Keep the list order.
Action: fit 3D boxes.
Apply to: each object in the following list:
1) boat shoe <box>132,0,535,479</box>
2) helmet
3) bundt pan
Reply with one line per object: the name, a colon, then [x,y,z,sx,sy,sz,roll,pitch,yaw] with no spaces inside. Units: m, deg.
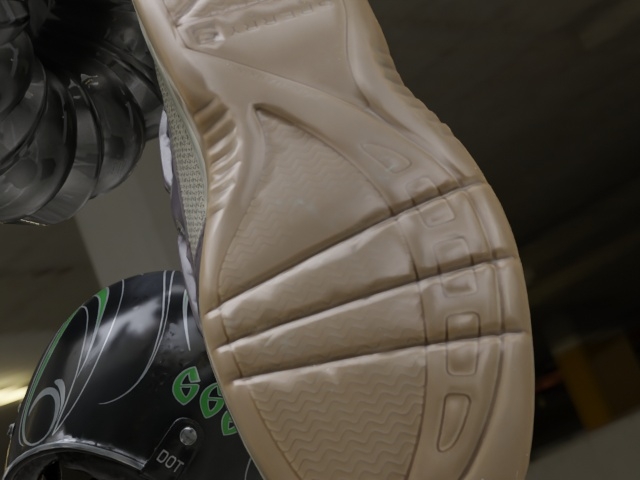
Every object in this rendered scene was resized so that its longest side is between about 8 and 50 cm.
boat shoe: [0.000,0.000,0.587,0.103,0.285,0.092,-18,-37,-7]
helmet: [-0.085,0.096,0.952,0.169,0.169,0.161,-38,18,47]
bundt pan: [-0.186,-0.158,1.103,0.124,0.330,0.331,13,4,30]
